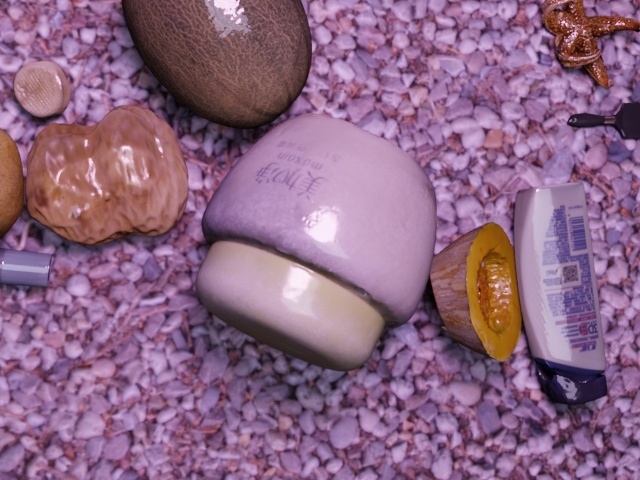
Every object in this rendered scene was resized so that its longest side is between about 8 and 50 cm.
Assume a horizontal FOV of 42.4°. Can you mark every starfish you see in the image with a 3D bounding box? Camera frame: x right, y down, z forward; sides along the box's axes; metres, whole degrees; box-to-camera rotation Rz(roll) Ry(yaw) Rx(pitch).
[{"bbox_3d":[0.461,-0.350,1.391,0.146,0.074,0.189,-26,94,-11],"label":"starfish"}]

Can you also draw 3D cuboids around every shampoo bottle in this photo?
[{"bbox_3d":[0.391,0.088,1.362,0.134,0.078,0.359,-7,91,-18],"label":"shampoo bottle"},{"bbox_3d":[0.000,0.000,1.155,0.323,0.322,0.317,30,73,-10],"label":"shampoo bottle"}]

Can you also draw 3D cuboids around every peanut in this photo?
[{"bbox_3d":[-0.309,-0.090,1.194,0.233,0.110,0.196,-15,97,-12],"label":"peanut"}]

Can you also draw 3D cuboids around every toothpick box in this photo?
[{"bbox_3d":[-0.434,0.040,1.192,0.083,0.052,0.052,7,87,-14],"label":"toothpick box"}]

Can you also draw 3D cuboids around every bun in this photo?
[{"bbox_3d":[-0.401,-0.221,1.204,0.086,0.055,0.086,2,108,6],"label":"bun"}]

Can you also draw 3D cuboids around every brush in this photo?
[{"bbox_3d":[0.517,-0.208,1.430,0.194,0.016,0.062,-1,88,-13],"label":"brush"}]

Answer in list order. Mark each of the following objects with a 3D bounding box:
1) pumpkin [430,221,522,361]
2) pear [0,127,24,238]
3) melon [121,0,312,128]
[{"bbox_3d":[0.237,0.083,1.305,0.110,0.217,0.217,-4,90,28],"label":"pumpkin"},{"bbox_3d":[-0.504,-0.066,1.101,0.229,0.211,0.188,-35,105,-11],"label":"pear"},{"bbox_3d":[-0.140,-0.304,1.173,0.237,0.237,0.301,-38,102,-11],"label":"melon"}]
